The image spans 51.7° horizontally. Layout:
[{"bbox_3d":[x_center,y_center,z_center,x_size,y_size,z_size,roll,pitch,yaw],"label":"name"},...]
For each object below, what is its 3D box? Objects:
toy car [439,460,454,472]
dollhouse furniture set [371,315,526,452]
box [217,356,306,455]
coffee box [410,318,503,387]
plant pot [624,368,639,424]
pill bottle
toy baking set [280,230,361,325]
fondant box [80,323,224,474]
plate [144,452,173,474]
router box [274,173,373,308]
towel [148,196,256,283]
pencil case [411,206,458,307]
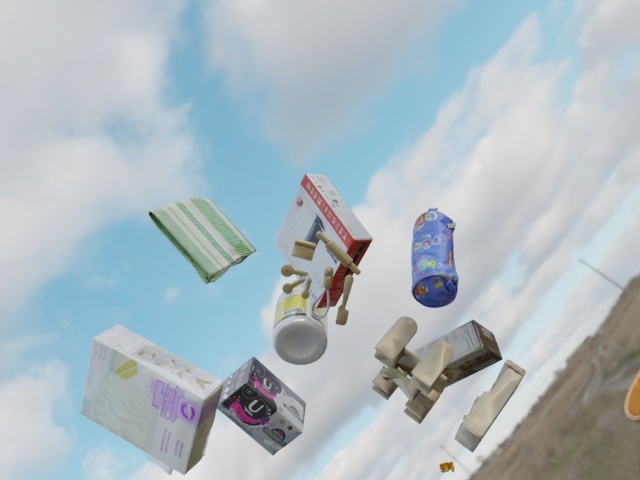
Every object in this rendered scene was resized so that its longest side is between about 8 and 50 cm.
[{"bbox_3d":[0.284,0.509,1.413,0.060,0.041,0.122,-43,-64,-58],"label":"toy car"},{"bbox_3d":[0.386,0.415,2.053,0.256,0.394,0.362,-46,-24,-23],"label":"dollhouse furniture set"},{"bbox_3d":[-0.179,0.516,2.070,0.142,0.247,0.163,-42,14,16],"label":"box"},{"bbox_3d":[0.486,0.425,2.410,0.297,0.118,0.168,-33,-42,23],"label":"coffee box"},{"bbox_3d":[0.894,0.359,1.543,0.291,0.203,0.291,-52,-10,-14],"label":"plant pot"},{"bbox_3d":[-0.067,0.271,2.320,0.188,0.188,0.334,-61,11,22],"label":"pill bottle"},{"bbox_3d":[0.008,0.104,1.810,0.196,0.256,0.030,-49,5,6],"label":"toy baking set"},{"bbox_3d":[-0.419,0.387,1.626,0.096,0.330,0.238,-35,-35,-62],"label":"fondant box"},{"bbox_3d":[-0.583,0.726,2.535,0.045,0.277,0.278,30,-107,-28],"label":"plate"},{"bbox_3d":[0.000,0.000,2.161,0.082,0.335,0.301,-1,-49,-37],"label":"router box"},{"bbox_3d":[-0.321,-0.014,1.854,0.038,0.248,0.325,-42,-1,20],"label":"towel"},{"bbox_3d":[0.320,0.044,1.839,0.133,0.119,0.306,-25,32,28],"label":"pencil case"}]
